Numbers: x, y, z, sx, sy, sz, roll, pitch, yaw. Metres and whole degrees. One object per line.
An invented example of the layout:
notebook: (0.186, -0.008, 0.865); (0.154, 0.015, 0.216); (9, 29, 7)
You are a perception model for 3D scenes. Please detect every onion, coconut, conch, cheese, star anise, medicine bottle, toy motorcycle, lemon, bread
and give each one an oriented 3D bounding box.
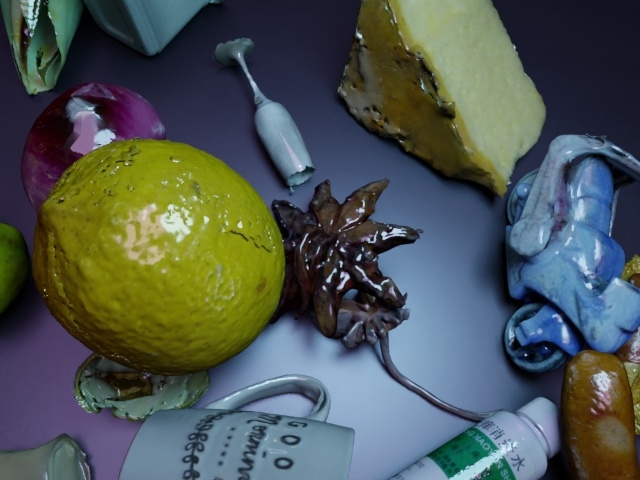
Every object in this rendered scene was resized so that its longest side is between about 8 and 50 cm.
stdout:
onion: (-0.303, -0.114, 0.747); (0.207, 0.200, 0.200); (-36, 77, -13)
coconut: (-0.220, 0.167, 0.701); (0.158, 0.055, 0.133); (13, 42, -13)
conch: (-0.425, -0.368, 0.844); (0.143, 0.137, 0.251); (-18, 63, 18)
cheese: (-0.362, 0.318, 0.611); (0.202, 0.091, 0.175); (-9, 68, -11)
star anise: (0.000, 0.000, 0.740); (0.272, 0.102, 0.272); (-9, 58, 14)
medicine bottle: (0.192, 0.287, 0.690); (0.260, 0.095, 0.095); (-24, 73, -17)
toy motorcycle: (0.347, 0.012, 0.744); (0.182, 0.241, 0.319); (11, 69, -10)
lemon: (-0.172, 0.023, 0.639); (0.258, 0.310, 0.258); (-23, 47, 26)
bread: (0.207, -0.277, 0.831); (0.315, 0.279, 0.248); (31, 60, 19)
star anise: (0.122, 0.157, 0.775); (0.227, 0.218, 0.148); (65, 33, -23)

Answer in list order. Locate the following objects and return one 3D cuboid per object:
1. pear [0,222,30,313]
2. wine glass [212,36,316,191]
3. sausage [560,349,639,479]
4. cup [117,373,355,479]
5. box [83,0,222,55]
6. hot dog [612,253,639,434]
pear: (-0.503, 0.008, 0.686); (0.255, 0.164, 0.238); (-11, 60, -17)
wine glass: (-0.083, -0.197, 0.866); (0.074, 0.074, 0.262); (-23, 74, -15)
sausage: (0.347, 0.282, 0.662); (0.103, 0.076, 0.302); (-21, 97, -41)
cup: (-0.082, 0.256, 0.643); (0.234, 0.186, 0.258); (12, 38, 7)
box: (-0.270, -0.426, 0.811); (0.175, 0.312, 0.182); (30, 76, 6)
hot dog: (0.462, 0.135, 0.783); (0.123, 0.093, 0.262); (4, 68, -5)
